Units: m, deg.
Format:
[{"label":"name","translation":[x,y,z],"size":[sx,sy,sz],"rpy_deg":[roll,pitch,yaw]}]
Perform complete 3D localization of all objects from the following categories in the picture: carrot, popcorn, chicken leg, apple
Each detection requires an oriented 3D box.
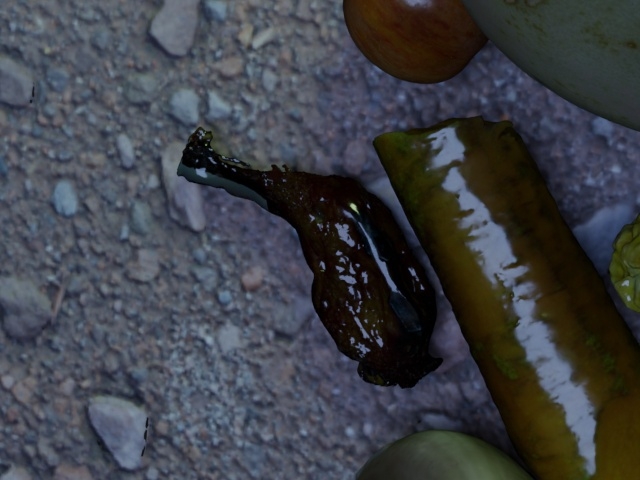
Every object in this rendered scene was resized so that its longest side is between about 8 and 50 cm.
[{"label":"carrot","translation":[0.146,0.044,1.240],"size":[0.114,0.114,0.302],"rpy_deg":[-26,89,20]},{"label":"popcorn","translation":[0.255,0.018,1.197],"size":[0.121,0.116,0.106],"rpy_deg":[-27,108,20]},{"label":"chicken leg","translation":[0.000,0.000,1.313],"size":[0.253,0.051,0.106],"rpy_deg":[47,115,9]},{"label":"apple","translation":[0.075,-0.170,1.219],"size":[0.102,0.126,0.126],"rpy_deg":[36,109,-7]}]

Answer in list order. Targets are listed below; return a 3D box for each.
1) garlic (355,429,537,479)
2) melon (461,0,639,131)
[{"label":"garlic","translation":[0.086,0.269,1.239],"size":[0.325,0.132,0.279],"rpy_deg":[-30,60,53]},{"label":"melon","translation":[0.239,-0.195,1.082],"size":[0.330,0.268,0.268],"rpy_deg":[18,105,2]}]
